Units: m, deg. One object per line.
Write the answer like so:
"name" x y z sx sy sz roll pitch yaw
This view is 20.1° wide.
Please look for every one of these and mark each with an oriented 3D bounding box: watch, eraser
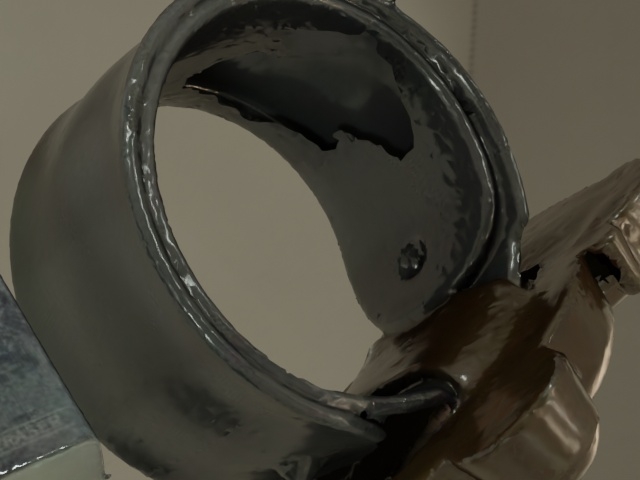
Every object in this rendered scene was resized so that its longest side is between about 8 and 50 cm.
"watch" 0.000 0.000 1.075 0.327 0.314 0.335 47 49 -9
"eraser" -0.184 0.049 0.836 0.092 0.046 0.212 -23 52 -19
